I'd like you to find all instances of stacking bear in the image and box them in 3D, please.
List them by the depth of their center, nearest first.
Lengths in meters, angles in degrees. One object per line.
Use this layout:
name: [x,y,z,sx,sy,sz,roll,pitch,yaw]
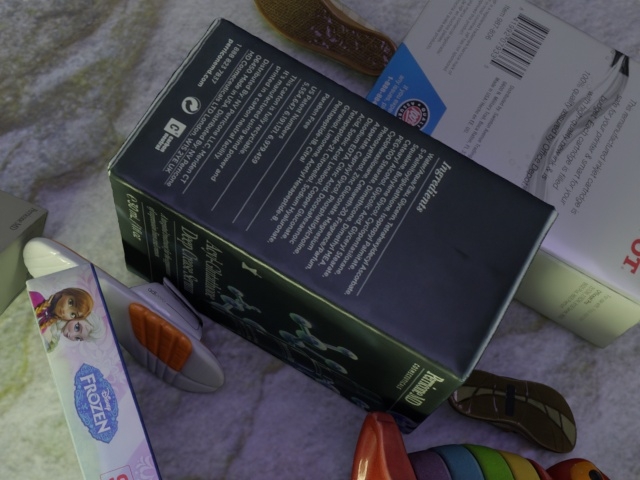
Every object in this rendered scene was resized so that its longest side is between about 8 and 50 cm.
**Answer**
stacking bear: [0.189,0.289,1.173,0.289,0.164,0.175,3,36,-16]

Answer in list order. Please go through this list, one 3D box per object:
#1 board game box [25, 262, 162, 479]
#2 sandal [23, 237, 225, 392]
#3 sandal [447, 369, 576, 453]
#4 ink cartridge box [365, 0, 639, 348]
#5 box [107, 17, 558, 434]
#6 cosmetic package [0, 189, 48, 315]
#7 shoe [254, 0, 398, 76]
board game box: [-0.192,0.221,1.066,0.066,0.318,0.319,-17,73,-13]
sandal: [-0.200,0.065,1.216,0.265,0.102,0.076,40,51,-12]
sandal: [0.216,0.193,1.262,0.180,0.049,0.072,20,66,-18]
ink cartridge box: [0.250,-0.099,1.314,0.395,0.166,0.285,30,68,6]
box: [0.000,0.000,1.183,0.395,0.293,0.212,30,70,5]
cosmetic package: [-0.476,-0.019,1.195,0.309,0.113,0.160,22,29,2]
shoe: [0.008,-0.273,1.416,0.219,0.058,0.076,35,101,11]
